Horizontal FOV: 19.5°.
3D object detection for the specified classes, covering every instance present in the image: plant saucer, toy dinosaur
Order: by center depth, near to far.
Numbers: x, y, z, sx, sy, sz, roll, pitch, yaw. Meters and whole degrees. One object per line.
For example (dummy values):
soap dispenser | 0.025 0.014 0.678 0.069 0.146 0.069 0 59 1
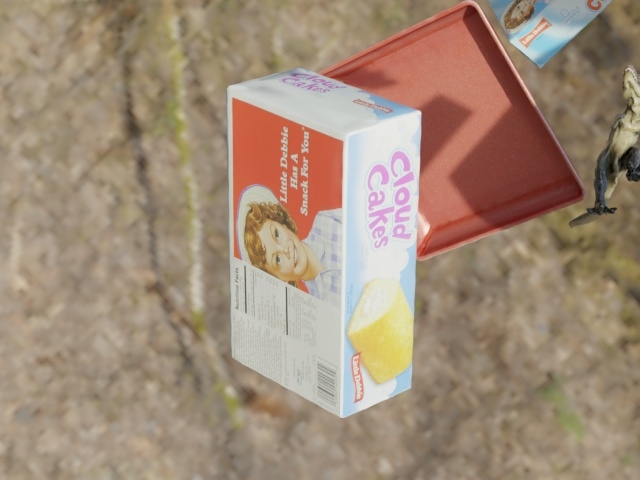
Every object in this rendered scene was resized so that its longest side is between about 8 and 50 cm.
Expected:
plant saucer | 0.148 -0.127 2.117 0.259 0.258 0.048 59 41 -11
toy dinosaur | 0.386 -0.094 2.438 0.064 0.268 0.118 14 34 -7

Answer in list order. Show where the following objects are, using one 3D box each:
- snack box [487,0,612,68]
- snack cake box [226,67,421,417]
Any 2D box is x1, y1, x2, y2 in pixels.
snack box | 0.264 -0.349 2.159 0.060 0.187 0.322 37 19 -29
snack cake box | 0.000 0.000 1.604 0.089 0.264 0.152 -20 32 -37
